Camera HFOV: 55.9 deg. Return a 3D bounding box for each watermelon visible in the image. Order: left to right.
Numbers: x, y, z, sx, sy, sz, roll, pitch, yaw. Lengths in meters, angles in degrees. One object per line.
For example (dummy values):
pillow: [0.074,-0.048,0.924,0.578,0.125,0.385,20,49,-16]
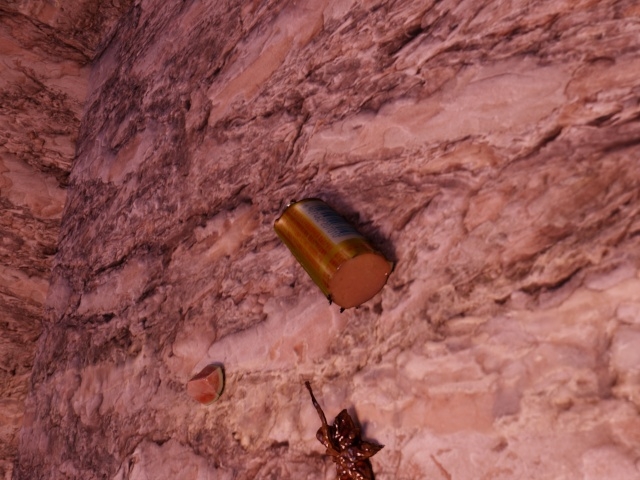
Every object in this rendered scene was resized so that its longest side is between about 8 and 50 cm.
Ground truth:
watermelon: [-0.253,0.311,1.338,0.084,0.072,0.092,-32,46,18]

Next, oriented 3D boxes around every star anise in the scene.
star anise: [0.026,0.314,0.984,0.191,0.070,0.097,58,132,31]

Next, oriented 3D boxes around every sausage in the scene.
sausage: [-0.001,0.002,1.113,0.125,0.117,0.317,-50,39,4]
